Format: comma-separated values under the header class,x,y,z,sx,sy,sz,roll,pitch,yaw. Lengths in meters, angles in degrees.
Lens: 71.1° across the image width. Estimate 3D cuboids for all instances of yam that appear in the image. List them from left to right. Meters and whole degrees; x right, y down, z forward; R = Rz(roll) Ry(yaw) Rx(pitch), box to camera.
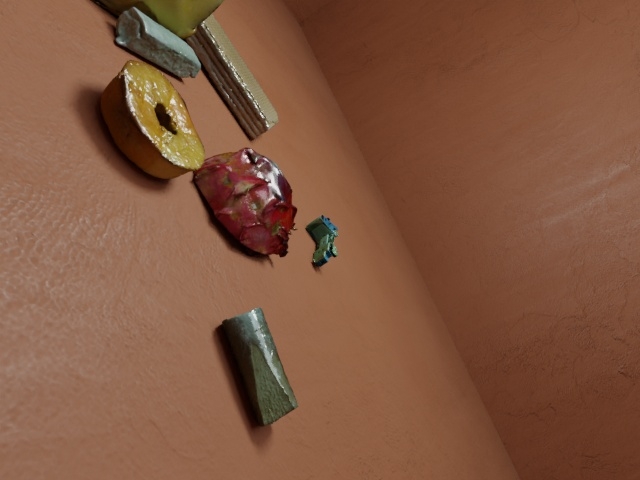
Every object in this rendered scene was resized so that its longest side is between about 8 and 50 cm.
class,x,y,z,sx,sy,sz,roll,pitch,yaw
yam,-0.091,0.183,0.662,0.169,0.068,0.068,66,18,17

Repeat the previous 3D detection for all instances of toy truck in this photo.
class,x,y,z,sx,sy,sz,roll,pitch,yaw
toy truck,0.000,0.000,1.220,0.081,0.067,0.175,48,24,-21

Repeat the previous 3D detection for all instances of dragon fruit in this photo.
class,x,y,z,sx,sy,sz,roll,pitch,yaw
dragon fruit,-0.111,-0.061,0.883,0.274,0.126,0.161,41,25,-46

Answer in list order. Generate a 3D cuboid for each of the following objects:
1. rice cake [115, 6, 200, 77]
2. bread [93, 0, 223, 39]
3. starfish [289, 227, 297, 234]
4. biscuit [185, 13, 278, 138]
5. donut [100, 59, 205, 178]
class,x,y,z,sx,sy,sz,roll,pitch,yaw
rice cake,-0.325,-0.395,0.907,0.069,0.063,0.206,63,17,12
bread,-0.335,-0.521,0.873,0.262,0.204,0.162,18,36,-58
starfish,-0.086,-0.050,1.106,0.091,0.028,0.078,46,28,-47
biscuit,-0.262,-0.473,1.185,0.426,0.079,0.144,56,19,-15
donut,-0.270,-0.185,0.720,0.190,0.075,0.174,62,15,-13
